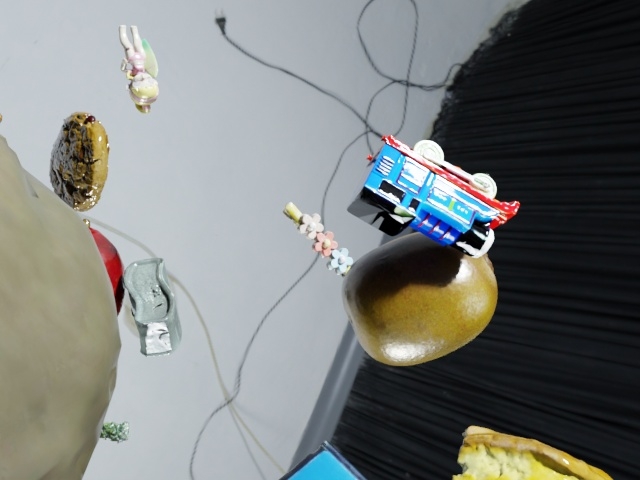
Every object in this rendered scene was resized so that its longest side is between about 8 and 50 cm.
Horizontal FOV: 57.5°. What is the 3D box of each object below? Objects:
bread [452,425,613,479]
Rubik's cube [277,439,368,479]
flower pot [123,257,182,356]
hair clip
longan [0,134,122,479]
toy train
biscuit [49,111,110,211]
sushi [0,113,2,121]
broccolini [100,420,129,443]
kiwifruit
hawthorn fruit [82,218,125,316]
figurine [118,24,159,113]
[{"bbox_3d":[0.225,0.292,0.549,0.229,0.140,0.143,55,47,-20],"label":"bread"},{"bbox_3d":[0.005,0.397,0.446,0.284,0.289,0.293,-33,136,-26],"label":"Rubik's cube"},{"bbox_3d":[-0.388,0.150,1.347,0.103,0.229,0.108,-13,130,-17],"label":"flower pot"},{"bbox_3d":[0.002,-0.001,1.243,0.214,0.056,0.062,46,75,-5],"label":"hair clip"},{"bbox_3d":[-0.364,0.103,0.392,0.436,0.404,0.403,-31,115,0],"label":"longan"},{"bbox_3d":[0.149,-0.052,0.785,0.204,0.082,0.131,29,65,-4],"label":"toy train"},{"bbox_3d":[-0.697,-0.222,1.663,0.075,0.296,0.295,-4,96,-48],"label":"biscuit"},{"bbox_3d":[-0.528,-0.185,0.889,0.047,0.050,0.099,-46,158,10],"label":"sushi"},{"bbox_3d":[-0.534,0.430,1.327,0.054,0.239,0.051,-72,149,-43],"label":"broccolini"},{"bbox_3d":[0.153,0.082,0.888,0.234,0.196,0.195,-28,114,0],"label":"kiwifruit"},{"bbox_3d":[-0.598,0.091,1.410,0.265,0.265,0.307,28,52,-37],"label":"hawthorn fruit"},{"bbox_3d":[-0.399,-0.374,1.278,0.083,0.083,0.187,-18,94,-37],"label":"figurine"}]
